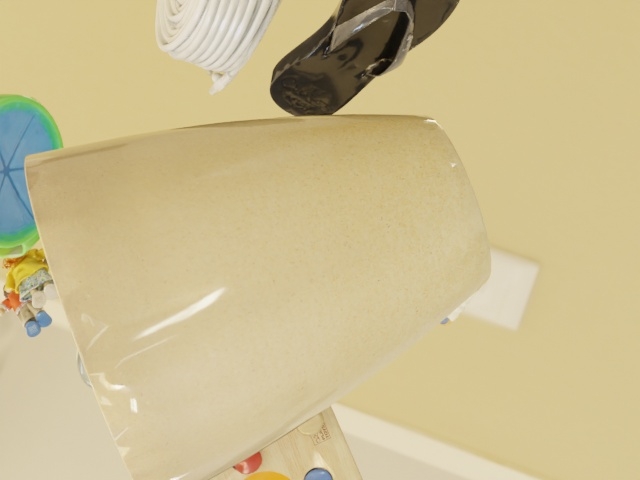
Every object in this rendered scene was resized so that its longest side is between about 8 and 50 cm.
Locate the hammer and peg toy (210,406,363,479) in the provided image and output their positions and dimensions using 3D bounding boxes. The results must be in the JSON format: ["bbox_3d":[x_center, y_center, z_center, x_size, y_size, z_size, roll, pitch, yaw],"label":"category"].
[{"bbox_3d":[-0.084,0.284,1.574,0.127,0.266,0.361,-160,48,-79],"label":"hammer and peg toy"}]

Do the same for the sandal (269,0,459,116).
[{"bbox_3d":[0.043,-0.179,1.110,0.254,0.097,0.054,-46,29,46],"label":"sandal"}]

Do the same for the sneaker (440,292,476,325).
[{"bbox_3d":[0.148,0.002,1.866,0.131,0.112,0.296,-45,-47,1],"label":"sneaker"}]

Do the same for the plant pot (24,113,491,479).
[{"bbox_3d":[-0.031,0.016,0.869,0.256,0.274,0.257,160,90,-85],"label":"plant pot"}]

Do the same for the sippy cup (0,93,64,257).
[{"bbox_3d":[-0.552,-0.118,1.909,0.240,0.224,0.306,-9,-74,-62],"label":"sippy cup"}]

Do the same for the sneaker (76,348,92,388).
[{"bbox_3d":[-0.138,0.118,1.142,0.124,0.295,0.178,63,-150,-13],"label":"sneaker"}]

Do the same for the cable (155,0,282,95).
[{"bbox_3d":[-0.097,-0.305,1.289,0.257,0.089,0.257,151,126,-64],"label":"cable"}]

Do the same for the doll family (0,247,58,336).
[{"bbox_3d":[-0.452,0.033,2.138,0.263,0.163,0.118,-29,-46,-16],"label":"doll family"}]
